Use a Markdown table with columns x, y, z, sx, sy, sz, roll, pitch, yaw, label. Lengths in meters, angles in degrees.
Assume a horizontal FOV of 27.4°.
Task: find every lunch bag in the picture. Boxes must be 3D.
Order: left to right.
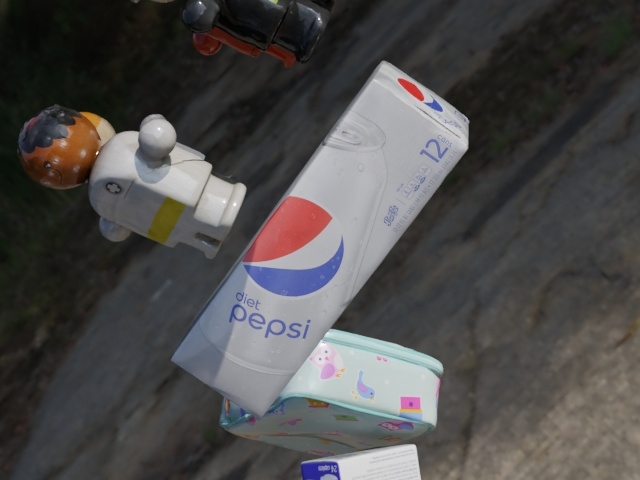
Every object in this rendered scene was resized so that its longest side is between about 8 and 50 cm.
| x | y | z | sx | sy | sz | roll | pitch | yaw | label |
| --- | --- | --- | --- | --- | --- | --- | --- | --- | --- |
| 0.013 | 0.192 | 1.618 | 0.279 | 0.224 | 0.107 | 148 | 132 | -61 | lunch bag |

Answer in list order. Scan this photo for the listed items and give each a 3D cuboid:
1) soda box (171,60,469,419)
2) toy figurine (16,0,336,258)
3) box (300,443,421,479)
| x | y | z | sx | sy | sz | roll | pitch | yaw | label |
| --- | --- | --- | --- | --- | --- | --- | --- | --- | --- |
| 0.000 | 0.000 | 1.049 | 0.286 | 0.091 | 0.098 | -53 | 5 | 18 | soda box |
| -0.098 | -0.103 | 0.826 | 0.209 | 0.148 | 0.213 | -64 | 8 | 5 | toy figurine |
| 0.053 | 0.310 | 1.498 | 0.126 | 0.137 | 0.072 | -3 | -8 | -41 | box |
